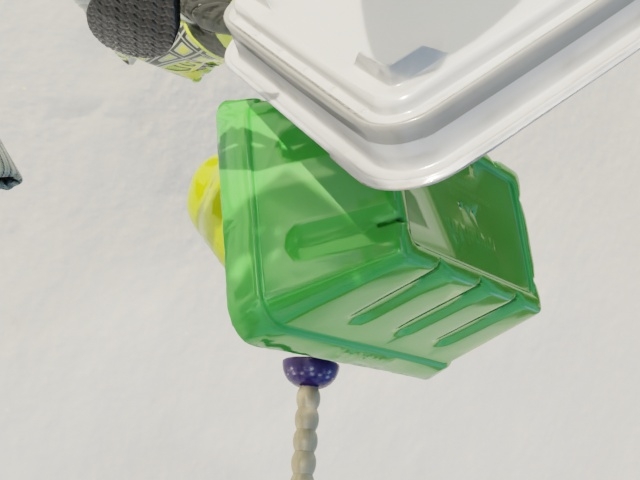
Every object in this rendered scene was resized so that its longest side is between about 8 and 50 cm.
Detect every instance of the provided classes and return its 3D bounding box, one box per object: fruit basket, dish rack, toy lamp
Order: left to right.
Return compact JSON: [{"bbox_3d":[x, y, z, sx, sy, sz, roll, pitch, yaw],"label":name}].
[{"bbox_3d":[-0.019,0.276,1.059,0.080,0.080,0.275,28,60,-46],"label":"toy lamp"},{"bbox_3d":[0.000,0.000,0.984,0.392,0.392,0.283,17,60,-47],"label":"fruit basket"},{"bbox_3d":[0.078,-0.193,0.716,0.285,0.333,0.072,-34,129,-9],"label":"dish rack"}]

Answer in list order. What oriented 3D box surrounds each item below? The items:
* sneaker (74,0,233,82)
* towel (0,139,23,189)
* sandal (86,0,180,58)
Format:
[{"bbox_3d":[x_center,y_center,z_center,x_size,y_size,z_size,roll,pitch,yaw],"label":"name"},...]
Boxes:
[{"bbox_3d":[-0.129,-0.266,1.081,0.145,0.384,0.147,-51,140,-25],"label":"sneaker"},{"bbox_3d":[-0.548,-0.169,1.049,0.324,0.312,0.056,-9,143,-49],"label":"towel"},{"bbox_3d":[-0.121,-0.187,0.640,0.067,0.179,0.040,21,61,-11],"label":"sandal"}]
